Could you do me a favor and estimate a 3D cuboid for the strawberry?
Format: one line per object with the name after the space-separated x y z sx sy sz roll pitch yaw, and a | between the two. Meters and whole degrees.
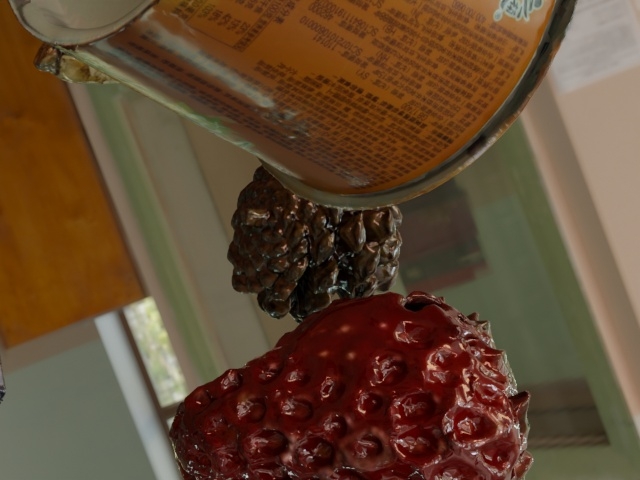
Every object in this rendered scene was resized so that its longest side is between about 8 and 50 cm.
0.028 0.207 1.205 0.345 0.295 0.317 -12 176 -2 | strawberry

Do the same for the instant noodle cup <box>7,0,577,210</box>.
-0.024 -0.143 0.553 0.230 0.230 0.182 -19 158 39 | instant noodle cup

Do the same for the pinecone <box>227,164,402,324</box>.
-0.002 -0.013 1.624 0.243 0.244 0.257 -19 180 35 | pinecone

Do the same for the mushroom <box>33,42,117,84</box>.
-0.163 -0.261 1.508 0.301 0.208 0.233 10 171 10 | mushroom

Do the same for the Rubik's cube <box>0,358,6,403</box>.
-0.242 0.071 0.675 0.092 0.092 0.092 23 119 -38 | Rubik's cube
